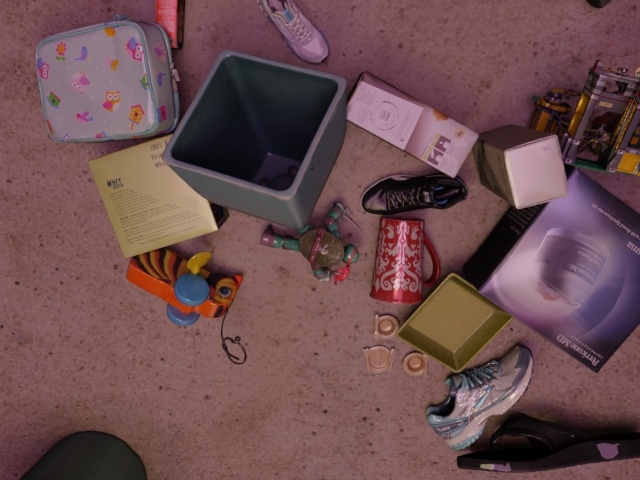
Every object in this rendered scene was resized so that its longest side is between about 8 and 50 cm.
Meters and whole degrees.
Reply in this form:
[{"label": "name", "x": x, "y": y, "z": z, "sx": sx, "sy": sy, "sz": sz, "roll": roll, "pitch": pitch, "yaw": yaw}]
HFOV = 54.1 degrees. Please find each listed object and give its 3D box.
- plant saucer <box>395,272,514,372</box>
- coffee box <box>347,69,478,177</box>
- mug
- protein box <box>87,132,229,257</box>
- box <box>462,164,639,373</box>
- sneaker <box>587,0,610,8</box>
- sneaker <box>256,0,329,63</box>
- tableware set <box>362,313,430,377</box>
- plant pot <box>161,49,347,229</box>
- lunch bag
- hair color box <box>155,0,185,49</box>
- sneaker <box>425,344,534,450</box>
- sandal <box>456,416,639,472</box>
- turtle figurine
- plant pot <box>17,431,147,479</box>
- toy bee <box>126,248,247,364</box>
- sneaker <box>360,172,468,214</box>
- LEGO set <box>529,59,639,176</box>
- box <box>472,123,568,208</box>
[{"label": "plant saucer", "x": 0.281, "y": 0.169, "z": 1.334, "sx": 0.188, "sy": 0.045, "sz": 0.188, "roll": 32, "pitch": 110, "yaw": -19}, {"label": "coffee box", "x": 0.166, "y": -0.228, "z": 1.224, "sx": 0.246, "sy": 0.141, "sz": 0.098, "roll": 28, "pitch": 101, "yaw": -6}, {"label": "mug", "x": 0.174, "y": 0.036, "z": 1.316, "sx": 0.113, "sy": 0.150, "sz": 0.169, "roll": 9, "pitch": 100, "yaw": 36}, {"label": "protein box", "x": -0.317, "y": -0.100, "z": 1.258, "sx": 0.199, "sy": 0.136, "sz": 0.201, "roll": -17, "pitch": 102, "yaw": 5}, {"label": "box", "x": 0.497, "y": 0.046, "z": 1.239, "sx": 0.296, "sy": 0.183, "sz": 0.294, "roll": 34, "pitch": 103, "yaw": -5}, {"label": "sneaker", "x": 0.528, "y": -0.570, "z": 1.175, "sx": 0.130, "sy": 0.087, "sz": 0.228, "roll": -33, "pitch": 103, "yaw": 5}, {"label": "sneaker", "x": -0.058, "y": -0.420, "z": 1.214, "sx": 0.071, "sy": 0.083, "sz": 0.190, "roll": -44, "pitch": 100, "yaw": 7}, {"label": "tableware set", "x": 0.178, "y": 0.234, "z": 1.387, "sx": 0.168, "sy": 0.020, "sz": 0.141, "roll": 6, "pitch": 102, "yaw": -1}, {"label": "plant pot", "x": -0.092, "y": -0.154, "z": 1.157, "sx": 0.247, "sy": 0.252, "sz": 0.247, "roll": 18, "pitch": 70, "yaw": 16}, {"label": "lunch bag", "x": -0.401, "y": -0.302, "z": 1.194, "sx": 0.279, "sy": 0.108, "sz": 0.224, "roll": -2, "pitch": 100, "yaw": 22}, {"label": "hair color box", "x": -0.290, "y": -0.446, "z": 1.215, "sx": 0.043, "sy": 0.072, "sz": 0.141, "roll": 6, "pitch": 103, "yaw": -1}, {"label": "sneaker", "x": 0.343, "y": 0.328, "z": 1.364, "sx": 0.122, "sy": 0.110, "sz": 0.283, "roll": 38, "pitch": 100, "yaw": -4}, {"label": "sandal", "x": 0.509, "y": 0.437, "z": 1.380, "sx": 0.445, "sy": 0.167, "sz": 0.107, "roll": -5, "pitch": 77, "yaw": -6}, {"label": "turtle figurine", "x": 0.000, "y": 0.000, "z": 1.294, "sx": 0.234, "sy": 0.118, "sz": 0.175, "roll": 22, "pitch": 98, "yaw": 3}, {"label": "plant pot", "x": -0.530, "y": 0.597, "z": 1.313, "sx": 0.341, "sy": 0.334, "sz": 0.341, "roll": 0, "pitch": 102, "yaw": 1}, {"label": "toy bee", "x": -0.248, "y": 0.111, "z": 1.311, "sx": 0.195, "sy": 0.162, "sz": 0.298, "roll": -31, "pitch": 101, "yaw": 42}, {"label": "sneaker", "x": 0.188, "y": -0.094, "z": 1.263, "sx": 0.216, "sy": 0.121, "sz": 0.079, "roll": -12, "pitch": 101, "yaw": 3}, {"label": "LEGO set", "x": 0.573, "y": -0.243, "z": 1.161, "sx": 0.331, "sy": 0.255, "sz": 0.192, "roll": 15, "pitch": 119, "yaw": 4}, {"label": "box", "x": 0.362, "y": -0.145, "z": 1.171, "sx": 0.094, "sy": 0.275, "sz": 0.113, "roll": -16, "pitch": 102, "yaw": 5}]
